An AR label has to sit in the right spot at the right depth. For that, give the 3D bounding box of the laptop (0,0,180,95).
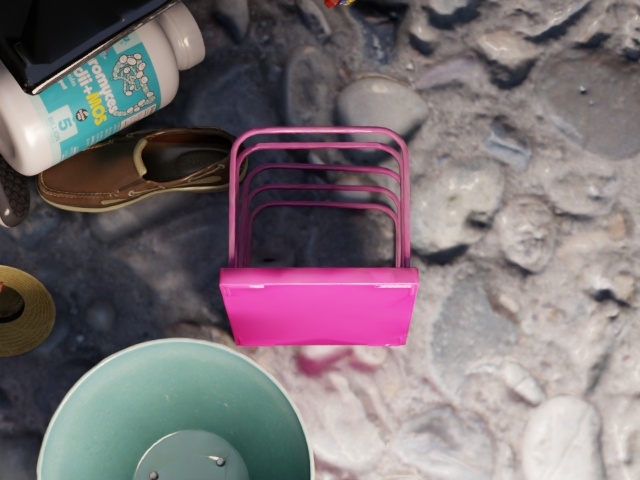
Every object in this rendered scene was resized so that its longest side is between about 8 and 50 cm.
[{"bbox_3d":[-0.261,-0.387,1.803,0.408,0.236,0.382,-35,77,-9],"label":"laptop"}]

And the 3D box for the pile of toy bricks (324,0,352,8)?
[{"bbox_3d":[0.063,-0.393,1.865,0.105,0.118,0.212,43,79,-10],"label":"pile of toy bricks"}]

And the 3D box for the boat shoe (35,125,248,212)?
[{"bbox_3d":[-0.217,-0.097,1.813,0.257,0.095,0.095,-10,76,-2],"label":"boat shoe"}]

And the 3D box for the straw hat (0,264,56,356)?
[{"bbox_3d":[-0.383,0.066,1.791,0.144,0.145,0.061,-7,34,-1],"label":"straw hat"}]

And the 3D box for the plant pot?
[{"bbox_3d":[-0.151,0.266,1.674,0.290,0.195,0.290,0,77,0],"label":"plant pot"}]

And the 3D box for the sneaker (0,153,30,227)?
[{"bbox_3d":[-0.435,-0.101,1.836,0.097,0.084,0.235,-35,72,11],"label":"sneaker"}]

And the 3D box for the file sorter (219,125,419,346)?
[{"bbox_3d":[0.000,0.000,1.692,0.202,0.291,0.182,0,74,0],"label":"file sorter"}]

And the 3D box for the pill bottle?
[{"bbox_3d":[-0.270,-0.196,1.799,0.264,0.146,0.146,-31,78,-21],"label":"pill bottle"}]
